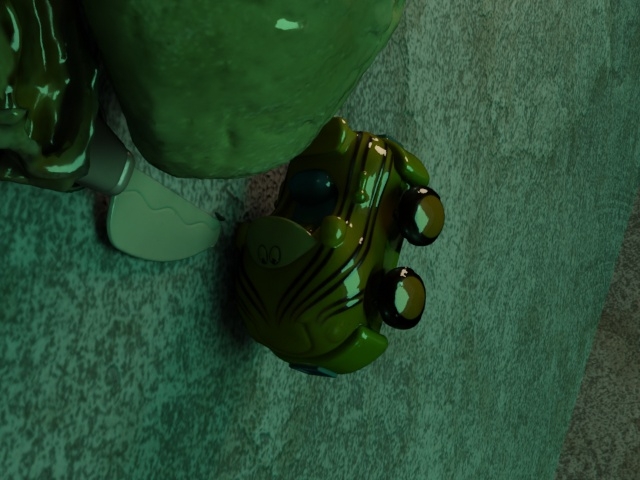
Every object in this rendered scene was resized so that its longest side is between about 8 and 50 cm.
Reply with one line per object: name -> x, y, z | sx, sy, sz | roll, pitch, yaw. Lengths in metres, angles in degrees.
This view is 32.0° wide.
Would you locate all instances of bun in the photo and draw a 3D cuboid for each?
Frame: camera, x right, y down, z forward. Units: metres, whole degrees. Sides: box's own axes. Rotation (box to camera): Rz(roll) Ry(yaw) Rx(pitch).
bun -> -0.050, -0.222, 0.777 | 0.352, 0.227, 0.349 | 48, 33, -84

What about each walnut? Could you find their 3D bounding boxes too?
walnut -> -0.243, -0.096, 0.608 | 0.238, 0.141, 0.204 | -36, 115, -55

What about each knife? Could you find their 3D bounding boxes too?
knife -> -0.152, -0.032, 0.908 | 0.081, 0.043, 0.336 | -70, 155, -11

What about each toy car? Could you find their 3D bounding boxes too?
toy car -> 0.000, 0.000, 1.083 | 0.142, 0.200, 0.248 | 28, 67, -39

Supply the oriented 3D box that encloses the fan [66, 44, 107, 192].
fan -> -0.185, -0.102, 0.868 | 0.085, 0.005, 0.133 | 38, 62, -61
